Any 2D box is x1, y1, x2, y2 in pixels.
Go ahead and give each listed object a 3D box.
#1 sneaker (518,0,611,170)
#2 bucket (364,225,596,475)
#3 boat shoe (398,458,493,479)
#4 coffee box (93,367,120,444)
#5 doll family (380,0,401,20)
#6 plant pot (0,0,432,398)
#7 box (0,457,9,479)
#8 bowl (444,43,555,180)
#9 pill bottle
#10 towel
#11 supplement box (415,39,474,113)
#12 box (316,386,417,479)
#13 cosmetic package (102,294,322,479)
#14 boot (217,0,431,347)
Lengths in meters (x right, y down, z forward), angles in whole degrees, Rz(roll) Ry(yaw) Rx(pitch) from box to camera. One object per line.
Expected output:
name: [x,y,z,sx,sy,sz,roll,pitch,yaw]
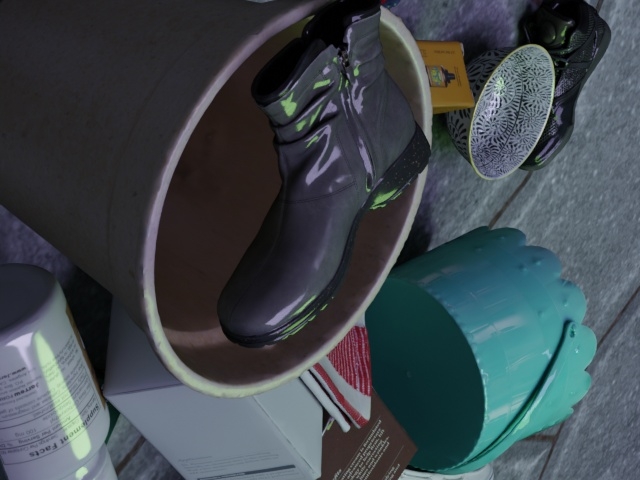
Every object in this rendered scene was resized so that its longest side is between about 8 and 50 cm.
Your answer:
sneaker: [0.279,-0.204,2.016,0.130,0.087,0.227,38,77,-54]
bucket: [0.166,0.133,1.926,0.183,0.281,0.281,-21,127,-39]
boat shoe: [0.154,0.307,2.165,0.258,0.095,0.084,-8,121,-52]
coffee box: [-0.265,0.208,1.589,0.113,0.040,0.184,17,98,-54]
doll family: [0.048,-0.275,1.672,0.193,0.076,0.111,-49,148,-17]
plant pot: [-0.129,-0.080,1.351,0.334,0.305,0.334,-31,133,-40]
box: [-0.399,0.255,1.347,0.270,0.143,0.165,-40,141,-31]
bowl: [0.199,-0.163,1.936,0.170,0.080,0.170,-31,133,-40]
pill bottle: [-0.260,0.146,1.446,0.131,0.131,0.229,-39,129,-33]
towel: [0.000,0.000,1.648,0.237,0.037,0.329,55,28,-51]
supplement box: [0.078,-0.170,1.730,0.233,0.080,0.078,-9,87,-56]
box: [-0.027,0.224,1.805,0.168,0.167,0.203,-54,144,-15]
cosmetic package: [-0.097,0.093,1.570,0.224,0.138,0.224,60,26,-52]
boot: [-0.020,-0.056,1.186,0.246,0.083,0.161,-53,138,-26]
